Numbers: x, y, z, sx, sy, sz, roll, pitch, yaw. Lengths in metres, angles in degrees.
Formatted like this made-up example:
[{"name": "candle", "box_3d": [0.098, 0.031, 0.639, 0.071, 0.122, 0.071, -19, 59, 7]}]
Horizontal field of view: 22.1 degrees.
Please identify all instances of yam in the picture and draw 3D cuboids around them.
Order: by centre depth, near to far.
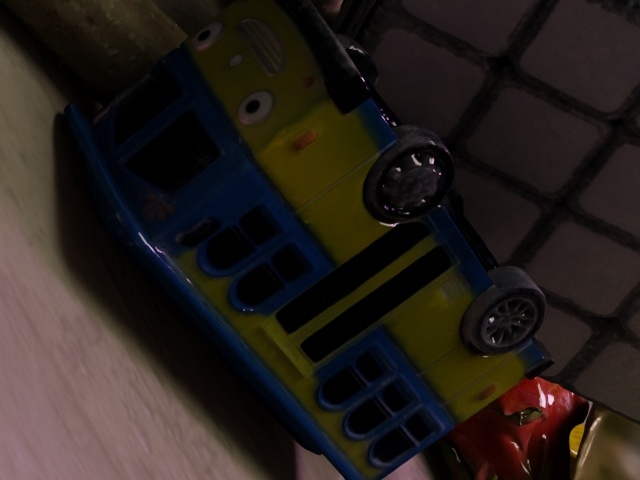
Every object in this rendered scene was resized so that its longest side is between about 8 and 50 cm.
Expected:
[{"name": "yam", "box_3d": [-0.138, -0.135, 0.906, 0.169, 0.068, 0.068, 47, 24, -49]}]

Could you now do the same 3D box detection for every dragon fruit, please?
[{"name": "dragon fruit", "box_3d": [0.154, 0.158, 1.356, 0.236, 0.135, 0.137, -91, 157, -48]}]

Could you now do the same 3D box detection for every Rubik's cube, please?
[{"name": "Rubik's cube", "box_3d": [0.198, -0.133, 1.155, 0.344, 0.343, 0.337, 25, 48, -6]}]

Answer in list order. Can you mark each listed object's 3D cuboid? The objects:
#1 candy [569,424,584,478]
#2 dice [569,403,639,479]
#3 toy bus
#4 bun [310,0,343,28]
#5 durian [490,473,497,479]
[{"name": "candy", "box_3d": [0.224, 0.208, 1.614, 0.106, 0.094, 0.199, 57, 10, -12]}, {"name": "dice", "box_3d": [0.320, 0.259, 1.346, 0.227, 0.238, 0.233, 63, 41, -65]}, {"name": "toy bus", "box_3d": [0.000, 0.000, 0.951, 0.287, 0.175, 0.138, 52, 4, -42]}, {"name": "bun", "box_3d": [-0.023, -0.304, 1.416, 0.259, 0.160, 0.259, -22, 90, -78]}, {"name": "durian", "box_3d": [0.186, 0.324, 1.091, 0.339, 0.204, 0.256, 53, 11, -1]}]
